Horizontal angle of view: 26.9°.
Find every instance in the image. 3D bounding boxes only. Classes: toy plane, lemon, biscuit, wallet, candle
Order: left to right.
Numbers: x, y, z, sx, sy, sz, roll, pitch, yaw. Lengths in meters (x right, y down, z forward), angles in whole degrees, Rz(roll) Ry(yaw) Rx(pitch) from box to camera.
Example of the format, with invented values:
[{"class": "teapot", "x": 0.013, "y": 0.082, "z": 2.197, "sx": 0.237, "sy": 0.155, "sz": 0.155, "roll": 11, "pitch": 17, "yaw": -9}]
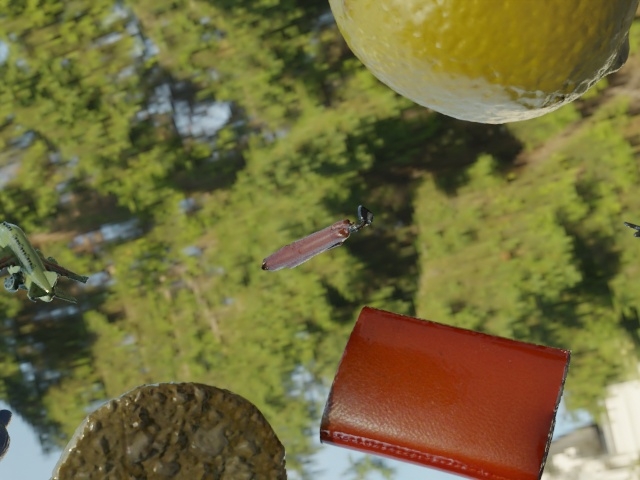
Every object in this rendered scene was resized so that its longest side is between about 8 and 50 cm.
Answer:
[{"class": "toy plane", "x": -0.255, "y": 0.022, "z": 1.155, "sx": 0.102, "sy": 0.040, "sz": 0.111, "roll": 13, "pitch": -160, "yaw": -48}, {"class": "biscuit", "x": -0.128, "y": 0.219, "z": 1.131, "sx": 0.220, "sy": 0.220, "sz": 0.033, "roll": 62, "pitch": 166, "yaw": -25}, {"class": "candle", "x": 0.001, "y": 0.000, "z": 1.204, "sx": 0.026, "sy": 0.167, "sz": 0.021, "roll": 18, "pitch": -115, "yaw": -29}, {"class": "wallet", "x": 0.114, "y": 0.143, "z": 1.216, "sx": 0.045, "sy": 0.204, "sz": 0.142, "roll": 73, "pitch": -148, "yaw": -59}, {"class": "lemon", "x": 0.174, "y": -0.282, "z": 1.423, "sx": 0.336, "sy": 0.336, "sz": 0.336, "roll": 42, "pitch": -140, "yaw": -49}]

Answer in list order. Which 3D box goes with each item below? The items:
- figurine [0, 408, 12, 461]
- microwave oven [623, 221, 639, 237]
[{"class": "figurine", "x": -0.448, "y": 0.231, "z": 1.657, "sx": 0.136, "sy": 0.077, "sz": 0.079, "roll": 24, "pitch": -170, "yaw": -5}, {"class": "microwave oven", "x": 0.299, "y": -0.056, "z": 0.807, "sx": 0.145, "sy": 0.194, "sz": 0.240, "roll": -75, "pitch": -11, "yaw": -73}]
